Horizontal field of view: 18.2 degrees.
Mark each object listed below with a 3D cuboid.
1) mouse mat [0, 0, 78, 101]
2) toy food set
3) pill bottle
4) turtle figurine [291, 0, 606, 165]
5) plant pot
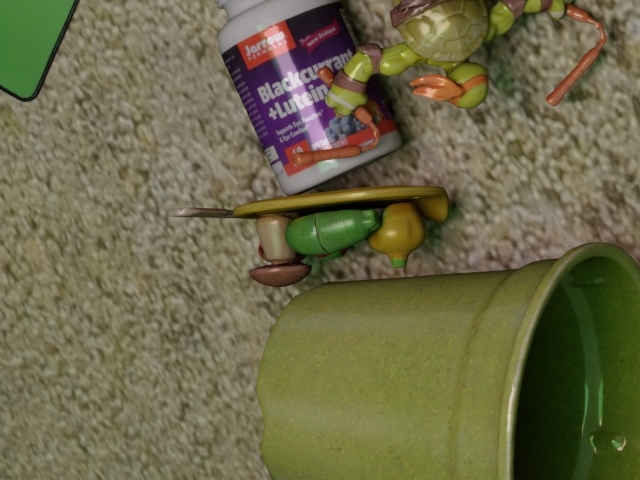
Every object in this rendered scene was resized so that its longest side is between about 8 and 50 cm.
[{"bbox_3d":[-0.279,-0.236,1.764,0.152,0.007,0.190,32,108,13],"label":"mouse mat"},{"bbox_3d":[0.000,0.000,1.627,0.218,0.128,0.071,-6,87,23],"label":"toy food set"},{"bbox_3d":[-0.019,-0.142,1.624,0.108,0.108,0.193,-25,90,23],"label":"pill bottle"},{"bbox_3d":[0.072,-0.182,1.553,0.269,0.087,0.217,-23,78,-5],"label":"turtle figurine"},{"bbox_3d":[0.099,0.131,1.566,0.254,0.276,0.276,4,101,33],"label":"plant pot"}]
